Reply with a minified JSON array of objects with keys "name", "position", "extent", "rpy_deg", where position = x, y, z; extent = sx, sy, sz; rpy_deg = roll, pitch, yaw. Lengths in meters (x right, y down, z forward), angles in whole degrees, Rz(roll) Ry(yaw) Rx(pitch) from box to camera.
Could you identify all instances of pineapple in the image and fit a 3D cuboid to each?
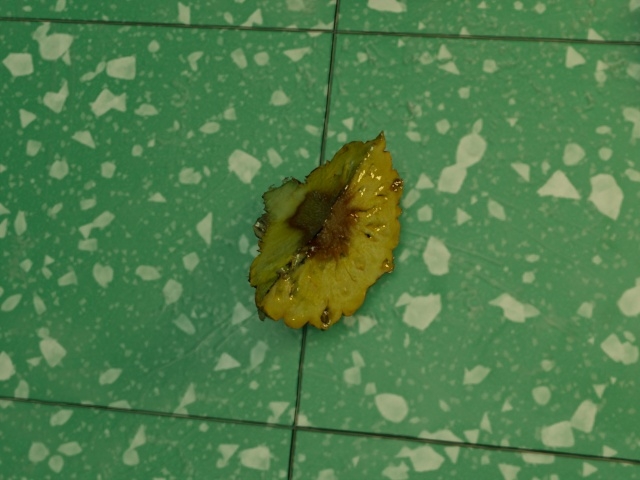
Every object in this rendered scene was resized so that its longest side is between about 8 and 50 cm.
[{"name":"pineapple","position":[-0.003,0.005,1.285],"extent":[0.164,0.140,0.250],"rpy_deg":[4,58,50]}]
